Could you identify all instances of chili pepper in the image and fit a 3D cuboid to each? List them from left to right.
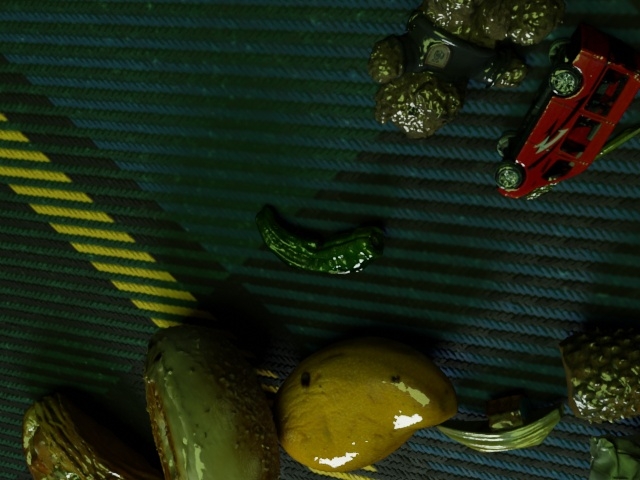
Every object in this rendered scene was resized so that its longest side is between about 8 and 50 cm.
[{"bbox_3d":[-0.001,0.005,1.178,0.182,0.050,0.073,9,129,22],"label":"chili pepper"}]

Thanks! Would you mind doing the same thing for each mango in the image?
[{"bbox_3d":[0.055,0.218,1.239,0.294,0.120,0.177,-30,96,33],"label":"mango"}]

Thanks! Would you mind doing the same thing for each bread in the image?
[{"bbox_3d":[-0.151,0.261,1.278,0.158,0.305,0.306,-14,120,-16],"label":"bread"}]

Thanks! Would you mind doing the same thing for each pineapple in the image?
[{"bbox_3d":[0.409,0.149,1.055,0.251,0.125,0.125,-11,114,18],"label":"pineapple"}]

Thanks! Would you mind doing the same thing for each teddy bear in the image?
[{"bbox_3d":[0.143,-0.206,0.940,0.181,0.129,0.251,15,145,-18],"label":"teddy bear"}]

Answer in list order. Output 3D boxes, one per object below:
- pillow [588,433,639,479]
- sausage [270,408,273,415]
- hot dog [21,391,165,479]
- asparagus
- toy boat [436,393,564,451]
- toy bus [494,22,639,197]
[{"bbox_3d":[0.473,0.353,1.122,0.283,0.138,0.310,-1,120,15],"label":"pillow"},{"bbox_3d":[-0.129,0.299,1.419,0.158,0.036,0.042,-30,69,34],"label":"sausage"},{"bbox_3d":[-0.394,0.376,1.534,0.272,0.122,0.196,41,133,-5],"label":"hot dog"},{"bbox_3d":[0.295,-0.088,1.010,0.016,0.013,0.166,17,140,-39],"label":"asparagus"},{"bbox_3d":[0.239,0.242,1.205,0.172,0.065,0.066,-18,88,31],"label":"toy boat"},{"bbox_3d":[0.257,-0.125,0.967,0.089,0.081,0.195,24,125,-2],"label":"toy bus"}]
